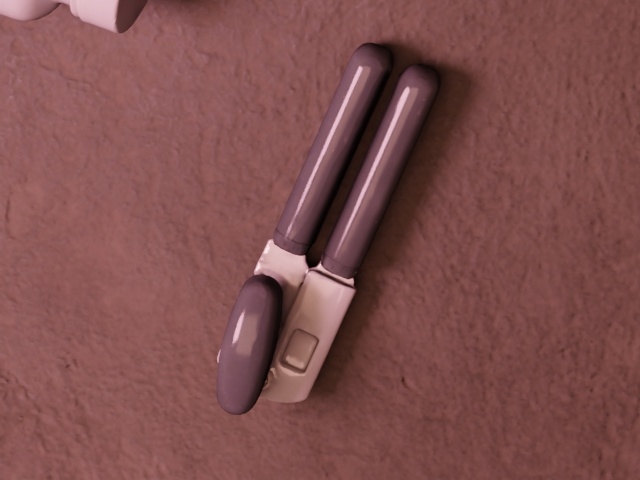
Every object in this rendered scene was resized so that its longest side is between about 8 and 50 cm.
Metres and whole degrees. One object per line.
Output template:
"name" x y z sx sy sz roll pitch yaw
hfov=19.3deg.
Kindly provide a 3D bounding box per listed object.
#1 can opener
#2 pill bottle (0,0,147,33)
"can opener" 0.000 0.000 1.354 0.076 0.095 0.283 25 109 3
"pill bottle" -0.234 -0.235 1.314 0.245 0.136 0.136 22 109 5
